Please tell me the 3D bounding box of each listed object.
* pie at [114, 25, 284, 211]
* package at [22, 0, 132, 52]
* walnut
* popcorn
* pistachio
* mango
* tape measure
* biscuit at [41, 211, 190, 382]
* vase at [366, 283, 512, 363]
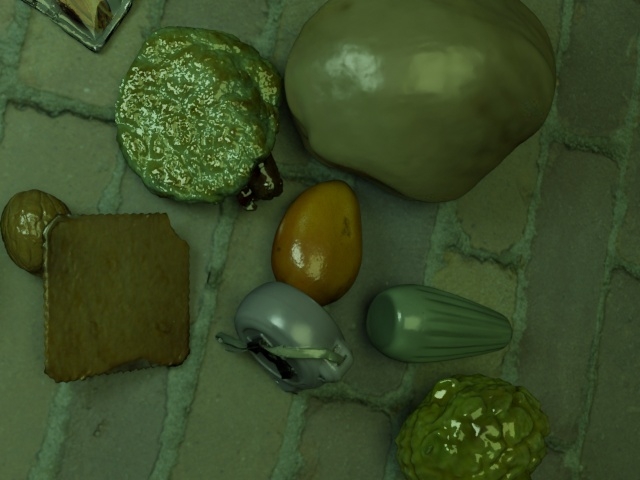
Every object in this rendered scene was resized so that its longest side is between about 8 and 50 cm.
[{"bbox_3d":[-0.180,-0.185,1.301,0.257,0.105,0.274,2,85,-11],"label":"pie"},{"bbox_3d":[-0.359,-0.398,1.286,0.171,0.027,0.173,34,79,-15],"label":"package"},{"bbox_3d":[-0.400,-0.010,1.210,0.105,0.105,0.124,-1,90,-20],"label":"walnut"},{"bbox_3d":[0.241,0.341,1.374,0.237,0.206,0.252,3,97,-34],"label":"popcorn"},{"bbox_3d":[0.162,-0.238,1.354,0.445,0.281,0.365,-4,101,-8],"label":"pistachio"},{"bbox_3d":[0.000,0.000,1.354,0.145,0.112,0.219,23,67,-17],"label":"mango"},{"bbox_3d":[-0.053,0.151,1.279,0.178,0.196,0.105,46,64,-4],"label":"tape measure"},{"bbox_3d":[-0.288,0.077,1.238,0.232,0.013,0.237,-3,96,-39],"label":"biscuit"},{"bbox_3d":[0.202,0.142,1.411,0.248,0.128,0.128,8,83,-28],"label":"vase"}]
